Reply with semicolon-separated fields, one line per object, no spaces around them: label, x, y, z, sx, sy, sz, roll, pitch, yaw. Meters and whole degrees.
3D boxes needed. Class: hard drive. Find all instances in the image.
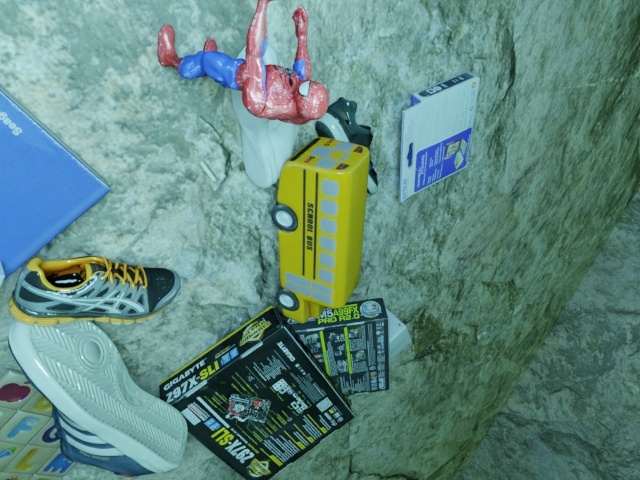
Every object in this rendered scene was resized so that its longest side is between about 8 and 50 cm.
hard drive;-0.419;-0.020;0.478;0.318;0.040;0.210;-43;139;-8

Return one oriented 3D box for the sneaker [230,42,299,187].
sneaker;-0.068;-0.184;0.662;0.094;0.080;0.212;-35;146;-34

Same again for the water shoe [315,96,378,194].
water shoe;0.068;-0.157;0.795;0.080;0.073;0.203;-48;140;-6

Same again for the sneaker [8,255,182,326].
sneaker;-0.288;0.060;0.617;0.214;0.084;0.083;-4;134;-40

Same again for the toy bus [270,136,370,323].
toy bus;0.000;0.000;0.781;0.108;0.130;0.333;-52;151;-47

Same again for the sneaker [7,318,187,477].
sneaker;-0.351;0.247;0.679;0.148;0.131;0.350;-20;120;12

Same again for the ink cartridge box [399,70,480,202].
ink cartridge box;0.223;-0.204;0.920;0.208;0.045;0.206;-29;136;-25

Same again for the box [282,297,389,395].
box;0.041;0.248;1.012;0.216;0.060;0.270;-8;131;1

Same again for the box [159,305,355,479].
box;-0.109;0.316;0.902;0.257;0.079;0.322;-34;123;-3

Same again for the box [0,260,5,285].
box;-0.445;0.093;0.479;0.145;0.038;0.186;19;105;-48

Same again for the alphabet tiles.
alphabet tiles;-0.511;0.345;0.695;0.342;0.011;0.285;-47;139;-4

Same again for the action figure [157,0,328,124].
action figure;-0.072;-0.206;0.467;0.091;0.280;0.139;-3;121;-42

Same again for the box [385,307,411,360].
box;0.154;0.235;1.148;0.101;0.102;0.087;-40;140;-10
